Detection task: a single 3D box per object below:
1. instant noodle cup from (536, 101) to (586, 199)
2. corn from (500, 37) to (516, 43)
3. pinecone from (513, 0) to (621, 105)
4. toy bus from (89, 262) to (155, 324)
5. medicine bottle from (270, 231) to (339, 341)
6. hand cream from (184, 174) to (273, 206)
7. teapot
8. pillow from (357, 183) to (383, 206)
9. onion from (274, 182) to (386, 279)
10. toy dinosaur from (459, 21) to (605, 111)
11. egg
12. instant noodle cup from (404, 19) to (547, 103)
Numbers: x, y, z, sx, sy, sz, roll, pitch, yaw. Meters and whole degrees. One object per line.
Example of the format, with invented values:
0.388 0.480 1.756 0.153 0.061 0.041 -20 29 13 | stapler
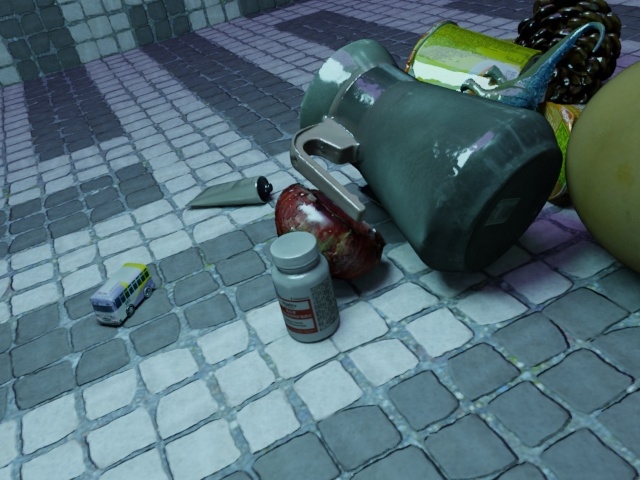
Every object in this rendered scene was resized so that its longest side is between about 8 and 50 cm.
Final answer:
0.459 -0.159 0.994 0.185 0.168 0.168 -8 32 -6 | instant noodle cup
0.513 -0.456 1.479 0.292 0.101 0.101 5 36 28 | corn
0.523 -0.399 1.287 0.224 0.224 0.272 5 53 26 | pinecone
-0.317 0.084 0.963 0.052 0.058 0.102 3 35 24 | toy bus
-0.022 0.062 0.816 0.079 0.140 0.079 -9 33 6 | medicine bottle
-0.178 -0.097 1.210 0.186 0.054 0.087 -4 28 25 | hand cream
0.132 -0.122 0.880 0.300 0.253 0.344 -28 53 -30 | teapot
0.188 -0.101 1.077 0.208 0.055 0.141 -23 32 -17 | pillow
0.000 0.000 0.910 0.147 0.184 0.184 -49 32 11 | onion
0.292 -0.214 0.979 0.147 0.363 0.076 40 17 18 | toy dinosaur
0.481 -0.079 0.712 0.301 0.301 0.374 -30 43 -26 | egg
0.299 -0.271 1.146 0.200 0.264 0.264 23 46 30 | instant noodle cup
